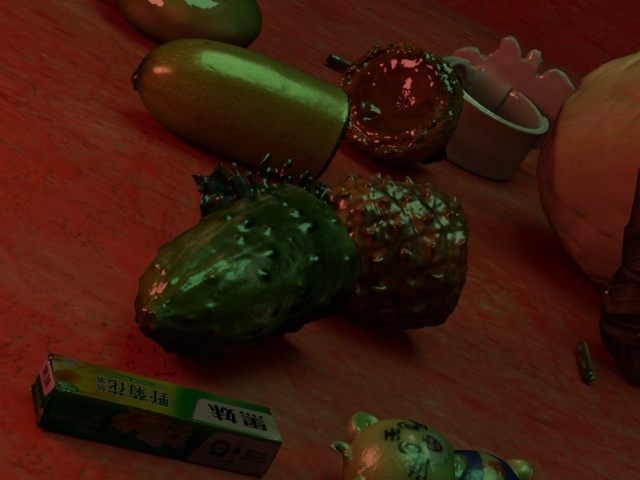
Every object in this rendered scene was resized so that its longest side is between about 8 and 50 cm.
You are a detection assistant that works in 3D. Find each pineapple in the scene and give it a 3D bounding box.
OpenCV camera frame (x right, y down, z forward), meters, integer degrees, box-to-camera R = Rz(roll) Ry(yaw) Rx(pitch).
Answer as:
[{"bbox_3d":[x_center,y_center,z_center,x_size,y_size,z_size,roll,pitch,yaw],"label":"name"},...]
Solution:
[{"bbox_3d":[0.000,0.000,1.260,0.278,0.158,0.158,11,24,-16],"label":"pineapple"}]

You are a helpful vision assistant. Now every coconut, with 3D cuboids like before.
[{"bbox_3d":[0.513,-0.085,1.749,0.415,0.345,0.415,0,-9,0],"label":"coconut"}]

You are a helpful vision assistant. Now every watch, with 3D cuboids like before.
[{"bbox_3d":[0.284,-0.206,2.079,0.244,0.196,0.231,32,26,2],"label":"watch"}]

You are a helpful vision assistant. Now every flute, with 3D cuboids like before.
[{"bbox_3d":[0.114,-0.268,2.232,0.233,0.027,0.027,21,21,-18],"label":"flute"}]

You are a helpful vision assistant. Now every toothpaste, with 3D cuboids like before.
[{"bbox_3d":[-0.115,0.125,0.922,0.178,0.037,0.043,18,21,-27],"label":"toothpaste"}]

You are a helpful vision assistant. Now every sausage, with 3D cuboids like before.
[{"bbox_3d":[0.302,0.137,1.480,0.015,0.015,0.100,26,19,-5],"label":"sausage"}]

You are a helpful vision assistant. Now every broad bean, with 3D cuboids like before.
[{"bbox_3d":[-0.201,-0.356,1.889,0.238,0.119,0.291,17,23,-29],"label":"broad bean"}]

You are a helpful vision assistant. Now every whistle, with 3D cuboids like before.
[{"bbox_3d":[0.108,0.197,0.967,0.227,0.085,0.105,24,29,-11],"label":"whistle"}]

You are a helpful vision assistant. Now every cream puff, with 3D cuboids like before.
[{"bbox_3d":[0.126,-0.171,1.846,0.183,0.183,0.169,38,-4,25],"label":"cream puff"}]

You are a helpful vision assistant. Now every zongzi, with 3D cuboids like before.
[{"bbox_3d":[0.475,0.012,1.513,0.286,0.288,0.134,-5,21,-11],"label":"zongzi"}]

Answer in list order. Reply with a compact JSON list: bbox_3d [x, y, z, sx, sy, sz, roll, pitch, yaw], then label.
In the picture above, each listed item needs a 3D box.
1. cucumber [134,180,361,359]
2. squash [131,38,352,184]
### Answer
[{"bbox_3d":[-0.076,0.037,1.068,0.134,0.134,0.244,35,25,18],"label":"cucumber"},{"bbox_3d":[-0.099,-0.163,1.523,0.247,0.132,0.132,21,21,-22],"label":"squash"}]
